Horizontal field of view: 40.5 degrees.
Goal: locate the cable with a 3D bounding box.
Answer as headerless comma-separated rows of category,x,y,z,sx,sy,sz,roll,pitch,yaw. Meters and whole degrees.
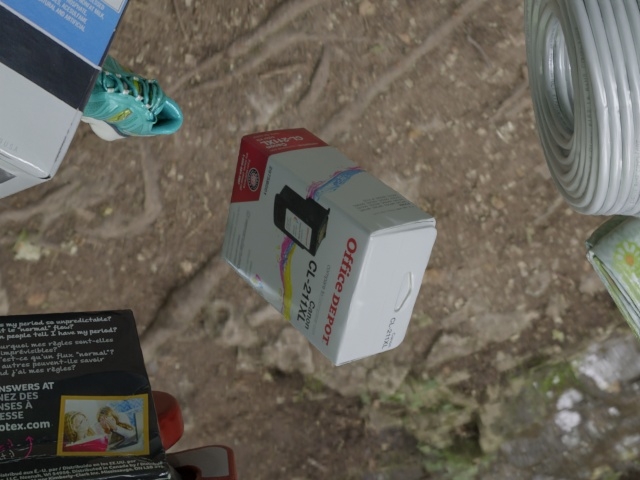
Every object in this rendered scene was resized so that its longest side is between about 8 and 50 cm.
cable,0.236,-0.143,0.733,0.089,0.257,0.257,-9,99,4

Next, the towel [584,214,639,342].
towel,0.588,0.037,1.200,0.374,0.090,0.320,-34,99,-3

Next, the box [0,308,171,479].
box,-0.200,0.178,0.542,0.163,0.142,0.247,-1,127,-23

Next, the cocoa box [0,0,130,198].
cocoa box,-0.338,-0.170,0.701,0.231,0.228,0.347,31,156,-33

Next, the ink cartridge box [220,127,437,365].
ink cartridge box,0.000,0.000,0.726,0.072,0.175,0.127,-11,126,-38

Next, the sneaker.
sneaker,-0.247,-0.186,1.060,0.110,0.275,0.107,7,87,9

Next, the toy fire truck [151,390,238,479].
toy fire truck,-0.222,0.271,0.786,0.302,0.254,0.169,-9,105,-5
